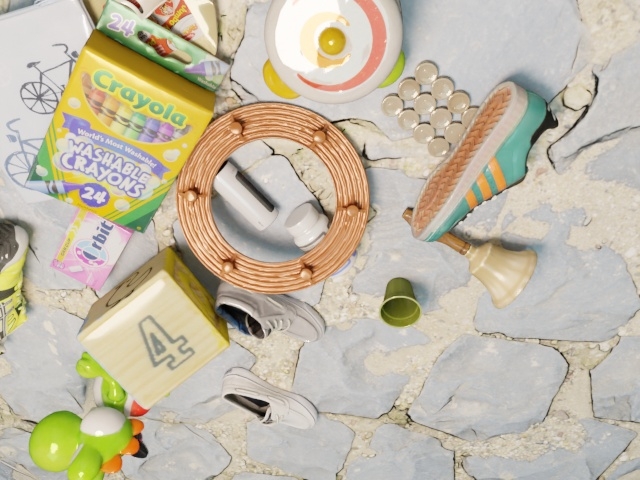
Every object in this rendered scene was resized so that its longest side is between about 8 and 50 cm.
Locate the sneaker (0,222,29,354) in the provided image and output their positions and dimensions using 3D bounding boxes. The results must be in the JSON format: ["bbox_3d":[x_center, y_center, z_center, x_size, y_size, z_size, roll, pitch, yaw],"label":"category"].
[{"bbox_3d":[-0.682,0.109,1.192,0.147,0.145,0.385,14,129,-43],"label":"sneaker"}]

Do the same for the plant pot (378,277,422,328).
[{"bbox_3d":[0.156,0.117,1.126,0.083,0.079,0.083,2,125,3],"label":"plant pot"}]

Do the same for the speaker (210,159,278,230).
[{"bbox_3d":[-0.141,-0.081,1.032,0.055,0.055,0.136,-33,115,25],"label":"speaker"}]

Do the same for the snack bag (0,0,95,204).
[{"bbox_3d":[-0.460,-0.220,0.959,0.323,0.037,0.343,-10,130,14],"label":"snack bag"}]

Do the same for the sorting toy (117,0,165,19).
[{"bbox_3d":[-0.255,-0.359,0.807,0.083,0.045,0.075,34,108,-17],"label":"sorting toy"}]

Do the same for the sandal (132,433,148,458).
[{"bbox_3d":[-0.502,0.525,1.505,0.067,0.040,0.179,3,140,10],"label":"sandal"}]

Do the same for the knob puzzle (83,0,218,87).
[{"bbox_3d":[-0.242,-0.325,0.886,0.213,0.030,0.213,2,125,3],"label":"knob puzzle"}]

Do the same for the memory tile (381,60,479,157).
[{"bbox_3d":[0.184,-0.213,0.934,0.148,0.012,0.113,37,120,-18],"label":"memory tile"}]

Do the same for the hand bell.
[{"bbox_3d":[0.257,0.010,1.048,0.242,0.126,0.126,32,123,0],"label":"hand bell"}]

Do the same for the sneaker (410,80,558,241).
[{"bbox_3d":[0.268,-0.103,0.937,0.121,0.108,0.302,21,122,-19],"label":"sneaker"}]

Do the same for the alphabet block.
[{"bbox_3d":[-0.309,0.160,1.086,0.197,0.192,0.193,-38,109,-2],"label":"alphabet block"}]

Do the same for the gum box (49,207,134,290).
[{"bbox_3d":[-0.443,0.006,1.116,0.107,0.062,0.188,30,122,-15],"label":"gum box"}]

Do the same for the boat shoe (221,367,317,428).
[{"bbox_3d":[-0.123,0.397,1.345,0.258,0.084,0.095,29,122,-14],"label":"boat shoe"}]

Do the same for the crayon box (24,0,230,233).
[{"bbox_3d":[-0.307,-0.180,0.903,0.203,0.083,0.323,24,121,-24],"label":"crayon box"}]

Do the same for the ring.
[{"bbox_3d":[-0.081,-0.065,0.978,0.336,0.032,0.337,0,103,0],"label":"ring"}]

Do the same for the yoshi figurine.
[{"bbox_3d":[-0.461,0.326,1.159,0.203,0.362,0.203,-24,120,21],"label":"yoshi figurine"}]

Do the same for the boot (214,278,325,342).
[{"bbox_3d":[-0.104,0.165,1.157,0.258,0.123,0.095,33,122,-17],"label":"boot"}]

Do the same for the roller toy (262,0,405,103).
[{"bbox_3d":[0.018,-0.300,0.808,0.209,0.146,0.191,1,124,6],"label":"roller toy"}]

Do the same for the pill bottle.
[{"bbox_3d":[0.000,0.000,1.060,0.078,0.078,0.137,-31,116,24],"label":"pill bottle"}]
